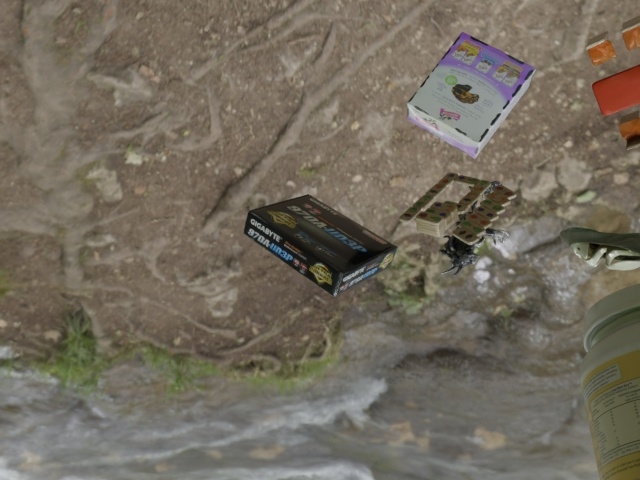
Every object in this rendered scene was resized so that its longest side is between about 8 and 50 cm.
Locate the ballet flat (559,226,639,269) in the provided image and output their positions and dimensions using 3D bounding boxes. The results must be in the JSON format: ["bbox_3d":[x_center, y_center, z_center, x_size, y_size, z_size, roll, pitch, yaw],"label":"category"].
[{"bbox_3d":[0.512,0.017,1.017,0.072,0.213,0.068,36,77,-25],"label":"ballet flat"}]

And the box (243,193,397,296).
[{"bbox_3d":[0.000,0.000,1.009,0.175,0.220,0.051,-21,136,-49],"label":"box"}]

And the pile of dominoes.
[{"bbox_3d":[0.316,-0.091,1.283,0.196,0.251,0.040,19,135,37],"label":"pile of dominoes"}]

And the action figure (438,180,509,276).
[{"bbox_3d":[0.417,-0.024,1.513,0.141,0.164,0.275,20,85,-21],"label":"action figure"}]

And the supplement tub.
[{"bbox_3d":[0.449,0.234,0.665,0.241,0.331,0.241,4,143,3],"label":"supplement tub"}]

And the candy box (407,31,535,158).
[{"bbox_3d":[0.293,-0.287,1.114,0.196,0.165,0.070,-52,163,-9],"label":"candy box"}]

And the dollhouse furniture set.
[{"bbox_3d":[0.728,-0.352,1.209,0.259,0.135,0.261,-19,105,38],"label":"dollhouse furniture set"}]
